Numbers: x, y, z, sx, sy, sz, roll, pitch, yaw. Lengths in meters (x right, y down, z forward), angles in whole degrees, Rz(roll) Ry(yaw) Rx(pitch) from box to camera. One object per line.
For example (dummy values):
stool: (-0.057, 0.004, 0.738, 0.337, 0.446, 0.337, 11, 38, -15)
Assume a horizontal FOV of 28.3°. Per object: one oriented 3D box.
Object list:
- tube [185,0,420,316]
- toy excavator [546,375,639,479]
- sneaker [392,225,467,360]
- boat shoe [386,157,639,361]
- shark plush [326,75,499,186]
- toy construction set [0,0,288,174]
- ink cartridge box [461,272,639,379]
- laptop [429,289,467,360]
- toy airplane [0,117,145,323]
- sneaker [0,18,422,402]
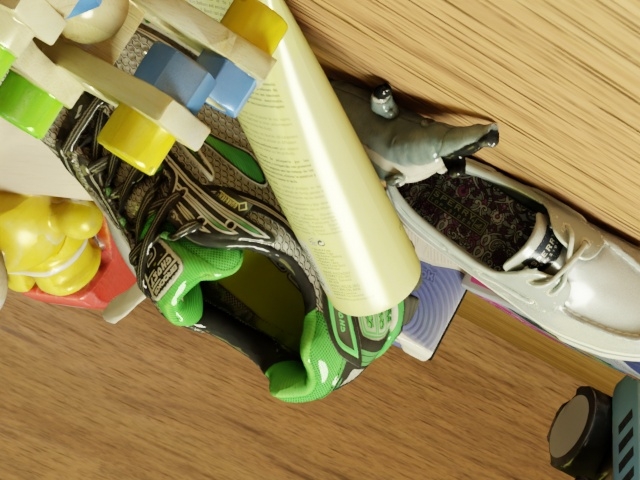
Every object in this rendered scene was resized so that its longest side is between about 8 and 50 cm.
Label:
tube: (-0.010, -0.059, 0.704, 0.070, 0.062, 0.240, -14, 128, 20)
toy excavator: (0.434, 0.246, 1.284, 0.222, 0.445, 0.433, 27, -141, -10)
sneaker: (-0.001, -0.001, 1.335, 0.315, 0.127, 0.182, 35, 164, -3)
boat shoe: (0.138, 0.009, 0.829, 0.227, 0.079, 0.081, 30, -177, 15)
shark plush: (0.039, -0.063, 0.749, 0.161, 0.073, 0.067, 33, 153, 60)
toy construction set: (-0.189, -0.144, 0.553, 0.328, 0.151, 0.215, 15, 172, 18)
ink cartridge box: (0.296, 0.095, 1.196, 0.186, 0.065, 0.311, 29, 176, -36)
laptop: (0.059, 0.031, 1.508, 0.234, 0.136, 0.264, 27, 178, 7)
toy airplane: (-0.273, -0.059, 1.047, 0.384, 0.272, 0.386, 28, 154, -19)
sneaker: (-0.087, -0.036, 0.832, 0.343, 0.134, 0.146, 39, -145, 2)
